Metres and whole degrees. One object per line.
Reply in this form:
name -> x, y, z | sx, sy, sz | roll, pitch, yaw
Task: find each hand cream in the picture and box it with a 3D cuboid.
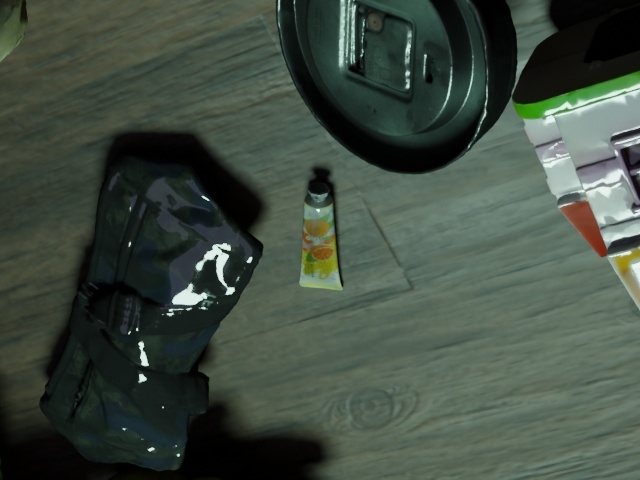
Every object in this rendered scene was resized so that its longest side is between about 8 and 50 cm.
hand cream -> 0.000, 0.000, 1.306 | 0.035, 0.022, 0.102 | 5, 130, 7

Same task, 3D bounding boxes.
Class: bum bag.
bum bag -> -0.137, 0.067, 1.361 | 0.137, 0.074, 0.310 | 26, 126, 6

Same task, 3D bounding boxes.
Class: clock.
clock -> 0.294, -0.013, 1.124 | 0.235, 0.166, 0.309 | -16, 111, 25
clock -> 0.050, -0.135, 1.141 | 0.184, 0.040, 0.184 | 25, 130, 33

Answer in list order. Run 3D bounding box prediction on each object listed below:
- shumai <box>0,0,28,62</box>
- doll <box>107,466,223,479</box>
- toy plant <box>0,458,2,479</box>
shumai -> -0.344, -0.169, 1.217 | 0.314, 0.267, 0.262 | 50, 160, 13
doll -> -0.095, 0.244, 1.441 | 0.209, 0.097, 0.137 | 4, 162, 20
toy plant -> -0.308, 0.336, 1.497 | 0.317, 0.211, 0.356 | 51, 121, 15
